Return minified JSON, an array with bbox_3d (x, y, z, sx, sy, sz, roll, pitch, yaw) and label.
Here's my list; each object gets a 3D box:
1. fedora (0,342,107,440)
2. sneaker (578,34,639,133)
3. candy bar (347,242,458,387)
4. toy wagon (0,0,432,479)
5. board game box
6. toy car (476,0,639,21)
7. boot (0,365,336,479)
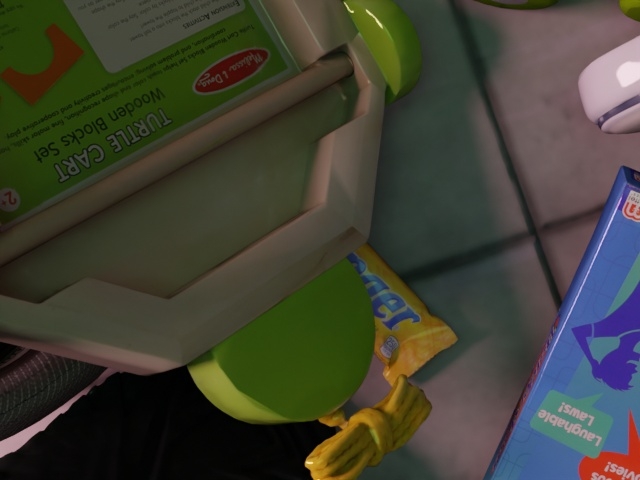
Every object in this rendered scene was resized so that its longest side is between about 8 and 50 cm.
[{"bbox_3d":[-0.192,-0.034,0.481,0.244,0.124,0.275,13,70,-31],"label":"fedora"},{"bbox_3d":[0.245,-0.067,0.454,0.258,0.094,0.091,-10,83,7],"label":"sneaker"},{"bbox_3d":[0.000,0.000,0.527,0.040,0.018,0.161,-41,84,5],"label":"candy bar"},{"bbox_3d":[-0.074,-0.050,0.444,0.267,0.068,0.344,-33,97,-34],"label":"toy wagon"},{"bbox_3d":[0.163,0.095,0.461,0.160,0.047,0.210,22,108,8],"label":"board game box"},{"bbox_3d":[0.126,-0.185,0.427,0.149,0.188,0.155,9,90,9],"label":"toy car"},{"bbox_3d":[-0.117,0.172,0.493,0.094,0.246,0.207,41,130,20],"label":"boot"}]
